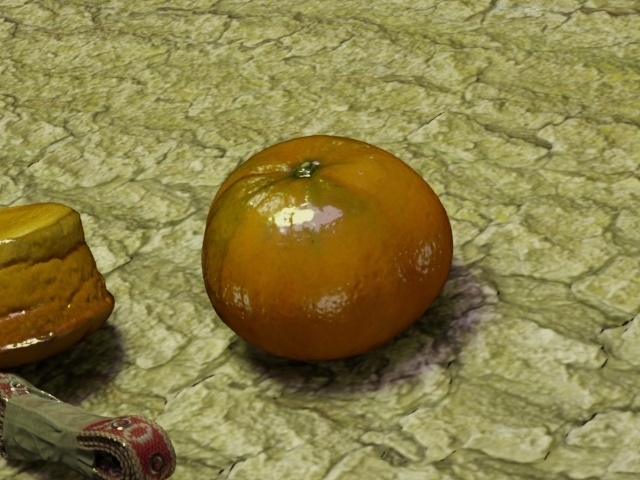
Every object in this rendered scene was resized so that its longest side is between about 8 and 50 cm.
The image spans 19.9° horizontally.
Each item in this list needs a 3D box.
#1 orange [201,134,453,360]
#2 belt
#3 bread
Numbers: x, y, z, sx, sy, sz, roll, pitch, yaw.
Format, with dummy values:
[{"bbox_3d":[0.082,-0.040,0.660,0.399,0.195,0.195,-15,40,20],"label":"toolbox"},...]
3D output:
[{"bbox_3d":[0.000,0.000,1.643,0.240,0.171,0.240,-12,32,7],"label":"orange"},{"bbox_3d":[-0.216,0.168,1.565,0.232,0.071,0.053,16,29,42],"label":"belt"},{"bbox_3d":[-0.326,0.051,1.713,0.270,0.142,0.195,-7,13,27],"label":"bread"}]
